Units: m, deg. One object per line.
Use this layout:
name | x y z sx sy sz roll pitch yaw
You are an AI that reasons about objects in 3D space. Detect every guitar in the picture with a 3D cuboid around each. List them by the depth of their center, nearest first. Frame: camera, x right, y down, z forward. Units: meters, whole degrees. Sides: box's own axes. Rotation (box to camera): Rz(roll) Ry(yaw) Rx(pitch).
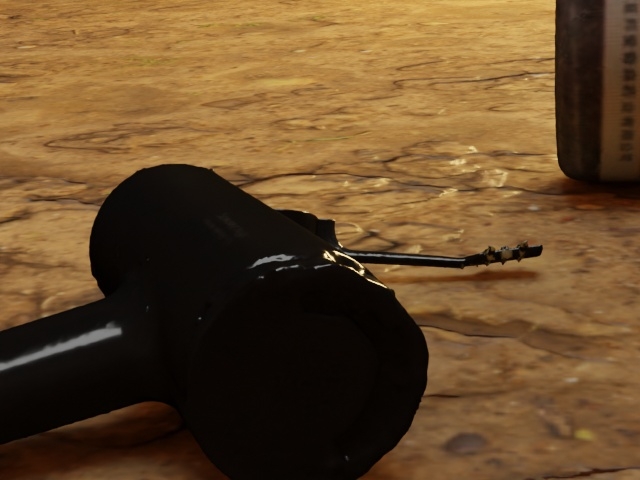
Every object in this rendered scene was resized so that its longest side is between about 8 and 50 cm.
guitar | 0.000 0.000 0.614 0.233 0.025 0.088 2 -7 6

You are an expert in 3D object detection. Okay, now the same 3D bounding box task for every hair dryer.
hair dryer | -0.111 0.046 0.455 0.251 0.089 0.197 -17 22 -16

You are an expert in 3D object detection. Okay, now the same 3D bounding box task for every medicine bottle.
medicine bottle | 0.286 -0.117 0.719 0.273 0.165 0.165 1 19 14
